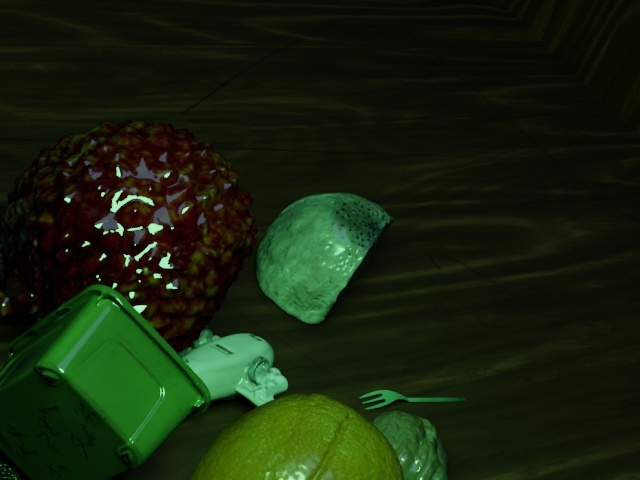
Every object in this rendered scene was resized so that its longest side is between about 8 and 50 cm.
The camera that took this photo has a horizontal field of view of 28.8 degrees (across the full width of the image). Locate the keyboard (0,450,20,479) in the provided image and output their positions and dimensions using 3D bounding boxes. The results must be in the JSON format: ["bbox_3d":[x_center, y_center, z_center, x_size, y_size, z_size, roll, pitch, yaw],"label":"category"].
[{"bbox_3d":[-0.484,0.299,1.964,0.060,0.018,0.195,14,35,-10],"label":"keyboard"}]

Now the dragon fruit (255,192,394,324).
[{"bbox_3d":[0.000,0.000,2.482,0.204,0.221,0.283,34,38,4],"label":"dragon fruit"}]

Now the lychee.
[{"bbox_3d":[-0.338,0.017,2.049,0.500,0.424,0.424,-31,60,-25],"label":"lychee"}]

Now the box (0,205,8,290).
[{"bbox_3d":[-0.514,0.021,2.283,0.350,0.058,0.211,-1,44,-32],"label":"box"}]

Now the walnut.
[{"bbox_3d":[0.137,0.381,2.107,0.178,0.178,0.230,22,30,-4],"label":"walnut"}]

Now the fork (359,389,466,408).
[{"bbox_3d":[0.183,0.297,2.364,0.235,0.021,0.039,1,44,-29],"label":"fork"}]

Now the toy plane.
[{"bbox_3d":[-0.178,0.232,2.152,0.252,0.118,0.252,6,24,-3],"label":"toy plane"}]

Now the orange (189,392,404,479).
[{"bbox_3d":[-0.033,0.388,1.864,0.322,0.322,0.357,26,29,3],"label":"orange"}]

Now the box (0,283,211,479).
[{"bbox_3d":[-0.351,0.241,1.836,0.253,0.329,0.178,46,48,-12],"label":"box"}]
